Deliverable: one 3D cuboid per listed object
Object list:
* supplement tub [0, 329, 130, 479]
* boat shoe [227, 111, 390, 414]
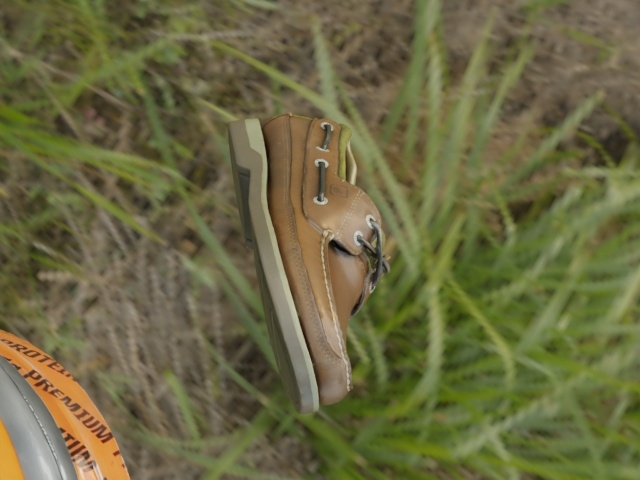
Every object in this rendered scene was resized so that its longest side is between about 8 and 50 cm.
[{"bbox_3d":[-0.198,0.102,0.528,0.316,0.193,0.193,0,110,-61],"label":"supplement tub"},{"bbox_3d":[0.000,0.000,1.464,0.104,0.307,0.111,-8,132,-5],"label":"boat shoe"}]
